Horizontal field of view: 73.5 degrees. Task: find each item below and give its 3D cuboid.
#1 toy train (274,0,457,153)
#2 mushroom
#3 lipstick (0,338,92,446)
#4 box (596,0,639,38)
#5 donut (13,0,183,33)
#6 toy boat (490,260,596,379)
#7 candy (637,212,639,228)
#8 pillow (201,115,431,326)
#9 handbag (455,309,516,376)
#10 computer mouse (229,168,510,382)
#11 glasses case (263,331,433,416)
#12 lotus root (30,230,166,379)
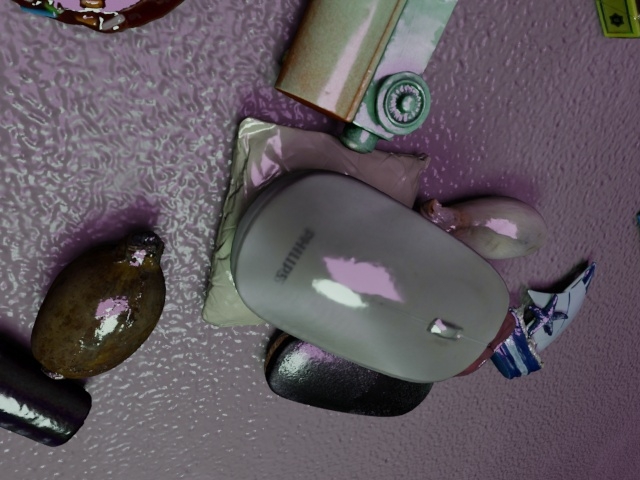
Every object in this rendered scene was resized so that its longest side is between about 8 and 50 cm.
[{"bbox_3d":[0.064,-0.244,0.461,0.177,0.116,0.285,21,103,-19],"label":"toy train"},{"bbox_3d":[0.249,-0.019,0.663,0.225,0.093,0.116,6,134,-31],"label":"mushroom"},{"bbox_3d":[-0.391,0.136,0.470,0.081,0.081,0.300,-38,124,-1],"label":"lipstick"},{"bbox_3d":[0.427,-0.404,0.562,0.141,0.064,0.220,-42,125,0],"label":"box"},{"bbox_3d":[-0.193,-0.293,0.333,0.235,0.089,0.235,-10,120,-18],"label":"donut"},{"bbox_3d":[0.435,0.148,0.847,0.210,0.070,0.292,24,101,-36],"label":"toy boat"},{"bbox_3d":[0.794,0.013,0.911,0.157,0.100,0.306,-40,125,-1],"label":"candy"},{"bbox_3d":[-0.001,-0.001,0.573,0.274,0.076,0.281,6,113,-28],"label":"pillow"},{"bbox_3d":[0.194,0.121,0.662,0.146,0.135,0.225,-52,136,8],"label":"handbag"},{"bbox_3d":[0.059,0.053,0.485,0.330,0.095,0.197,26,106,-10],"label":"computer mouse"},{"bbox_3d":[0.058,0.220,0.706,0.321,0.082,0.122,22,104,-29],"label":"glasses case"},{"bbox_3d":[-0.244,0.076,0.486,0.120,0.120,0.209,32,102,-32],"label":"lotus root"}]
